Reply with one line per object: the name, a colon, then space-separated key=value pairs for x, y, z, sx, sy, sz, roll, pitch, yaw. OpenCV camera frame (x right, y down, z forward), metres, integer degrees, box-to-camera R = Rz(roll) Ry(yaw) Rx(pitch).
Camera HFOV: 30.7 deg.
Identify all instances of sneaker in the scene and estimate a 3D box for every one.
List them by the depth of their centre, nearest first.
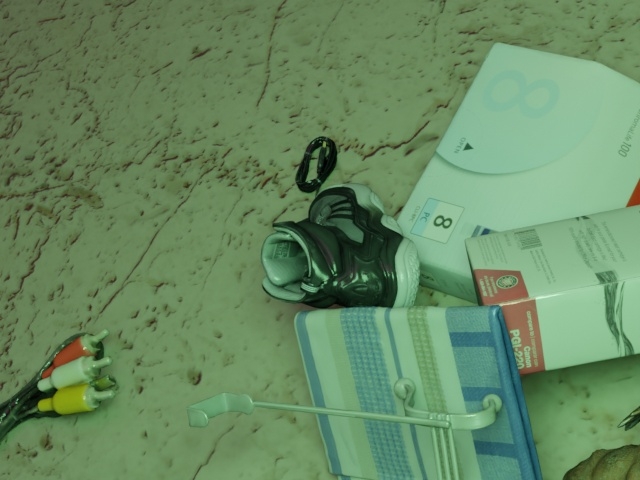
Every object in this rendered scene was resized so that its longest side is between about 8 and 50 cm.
sneaker: x=0.000 y=0.000 z=1.318 sx=0.153 sy=0.101 sz=0.268 roll=2 pitch=21 yaw=-21

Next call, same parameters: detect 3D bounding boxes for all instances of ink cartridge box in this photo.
ink cartridge box: x=0.267 y=0.045 z=1.164 sx=0.218 sy=0.092 sz=0.158 roll=-13 pitch=25 yaw=5
ink cartridge box: x=0.304 y=-0.051 z=1.316 sx=0.385 sy=0.091 sz=0.308 roll=17 pitch=68 yaw=35

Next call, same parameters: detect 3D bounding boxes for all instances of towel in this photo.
towel: x=0.093 y=0.164 z=1.182 sx=0.034 sy=0.209 sz=0.285 roll=-22 pitch=10 yaw=-42

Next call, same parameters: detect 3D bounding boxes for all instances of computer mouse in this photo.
computer mouse: x=-0.007 y=-0.039 z=1.491 sx=0.071 sy=0.041 sz=0.242 roll=-13 pitch=54 yaw=19

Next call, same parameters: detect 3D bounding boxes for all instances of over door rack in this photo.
over door rack: x=0.039 y=0.262 z=1.145 sx=0.324 sy=0.108 sz=0.239 roll=-4 pitch=98 yaw=30

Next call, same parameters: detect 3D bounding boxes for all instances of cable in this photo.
cable: x=-0.380 y=0.198 z=1.497 sx=0.287 sy=0.072 sz=0.139 roll=-23 pitch=47 yaw=11

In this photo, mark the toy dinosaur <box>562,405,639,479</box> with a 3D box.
toy dinosaur: x=0.293 y=0.234 z=1.120 sx=0.296 sy=0.127 sz=0.200 roll=-30 pitch=36 yaw=33
